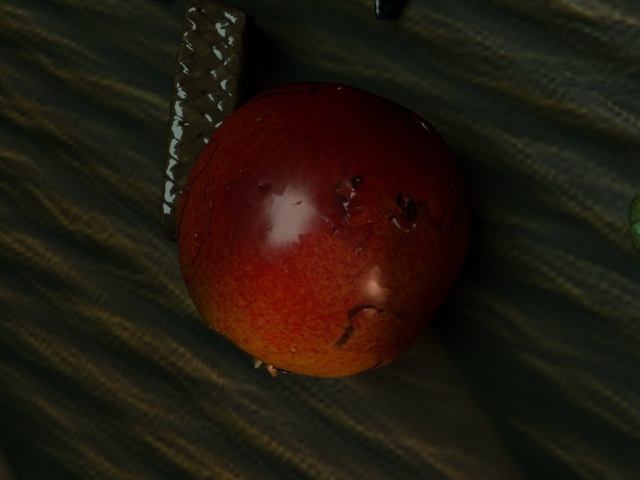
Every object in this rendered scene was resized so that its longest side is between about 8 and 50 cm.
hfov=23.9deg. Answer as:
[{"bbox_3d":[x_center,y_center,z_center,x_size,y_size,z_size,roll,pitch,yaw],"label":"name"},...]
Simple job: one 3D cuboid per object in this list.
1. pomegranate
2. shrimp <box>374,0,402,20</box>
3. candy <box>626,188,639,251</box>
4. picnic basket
[{"bbox_3d":[0.000,0.000,1.069,0.210,0.210,0.235,53,150,24],"label":"pomegranate"},{"bbox_3d":[-0.026,-0.227,1.189,0.262,0.051,0.198,-36,69,19],"label":"shrimp"},{"bbox_3d":[0.265,0.050,0.995,0.061,0.061,0.202,-31,78,24],"label":"candy"},{"bbox_3d":[-0.083,-0.092,1.178,0.055,0.110,0.193,5,87,6],"label":"picnic basket"}]
